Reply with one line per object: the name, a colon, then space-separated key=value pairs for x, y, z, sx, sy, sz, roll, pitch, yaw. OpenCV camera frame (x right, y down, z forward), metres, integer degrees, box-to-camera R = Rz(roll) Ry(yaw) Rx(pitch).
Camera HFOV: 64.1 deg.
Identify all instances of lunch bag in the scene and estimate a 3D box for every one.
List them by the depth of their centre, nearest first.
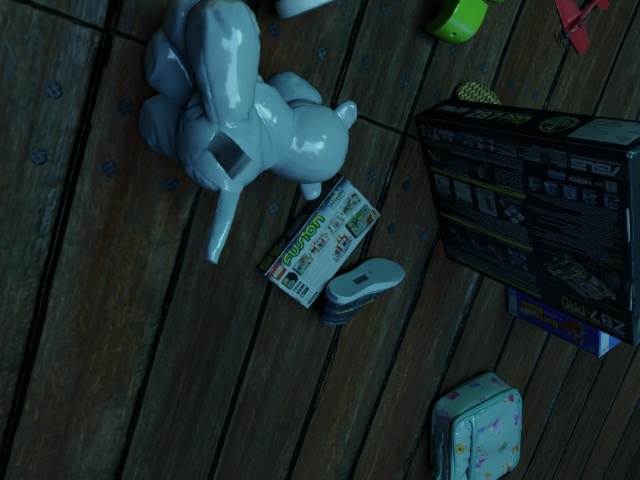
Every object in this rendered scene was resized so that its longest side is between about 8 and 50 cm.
lunch bag: x=0.361 y=0.469 z=1.200 sx=0.224 sy=0.108 sz=0.279 roll=-18 pitch=116 yaw=-25

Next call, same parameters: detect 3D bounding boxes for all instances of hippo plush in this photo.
hippo plush: x=-0.062 y=-0.162 z=0.630 sx=0.236 sy=0.294 sz=0.234 roll=-5 pitch=132 yaw=-38

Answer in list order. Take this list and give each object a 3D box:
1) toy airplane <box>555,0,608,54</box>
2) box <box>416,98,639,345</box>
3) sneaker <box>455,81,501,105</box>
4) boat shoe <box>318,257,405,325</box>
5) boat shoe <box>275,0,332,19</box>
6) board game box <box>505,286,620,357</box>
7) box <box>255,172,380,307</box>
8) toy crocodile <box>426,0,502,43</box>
toy airplane: x=0.523 y=-0.449 z=1.017 sx=0.151 sy=0.028 sz=0.151 roll=-10 pitch=111 yaw=-27
box: x=0.339 y=-0.050 z=0.825 sx=0.097 sy=0.395 sz=0.318 roll=-29 pitch=119 yaw=-19
sneaker: x=0.316 y=-0.219 z=0.956 sx=0.185 sy=0.084 sz=0.069 roll=39 pitch=88 yaw=-9
boat shoe: x=0.071 y=0.091 z=0.924 sx=0.183 sy=0.065 sz=0.083 roll=-16 pitch=142 yaw=-39
boat shoe: x=0.034 y=-0.396 z=0.700 sx=0.267 sy=0.096 sz=0.088 roll=-38 pitch=119 yaw=-16
board game box: x=0.633 y=0.101 z=1.157 sx=0.347 sy=0.233 sz=0.078 roll=-25 pitch=118 yaw=-21
box: x=0.000 y=0.000 z=0.856 sx=0.207 sy=0.036 sz=0.114 roll=-51 pitch=125 yaw=-6
toy crocodile: x=0.242 y=-0.488 z=0.798 sx=0.115 sy=0.105 sz=0.341 roll=-1 pitch=103 yaw=-30
